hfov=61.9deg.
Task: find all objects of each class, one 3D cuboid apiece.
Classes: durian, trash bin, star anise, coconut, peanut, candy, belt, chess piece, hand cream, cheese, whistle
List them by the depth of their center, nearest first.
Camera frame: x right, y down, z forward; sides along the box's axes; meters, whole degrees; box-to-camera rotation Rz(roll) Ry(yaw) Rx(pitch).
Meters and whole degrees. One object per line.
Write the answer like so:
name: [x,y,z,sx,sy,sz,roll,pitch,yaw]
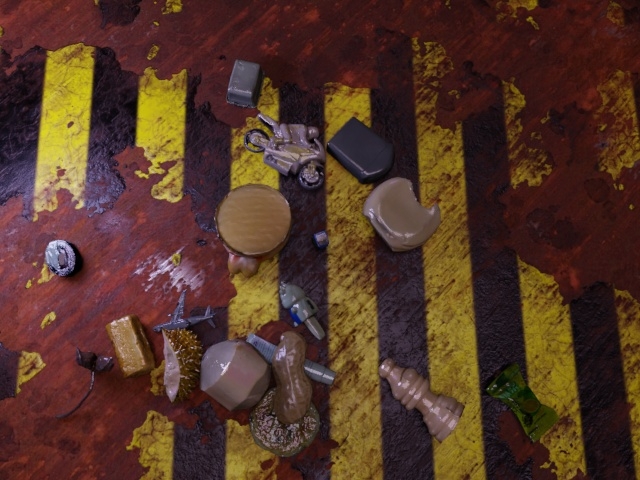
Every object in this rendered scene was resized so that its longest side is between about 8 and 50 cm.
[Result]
coconut: [-0.284,0.429,1.738,0.241,0.241,0.241,1,79,-3]
peanut: [-0.091,0.448,1.754,0.136,0.120,0.298,1,81,-25]
star anise: [-0.792,0.479,1.760,0.219,0.148,0.227,-8,62,38]
durian: [-0.449,0.415,1.763,0.183,0.138,0.249,12,98,43]
chess piece: [0.325,0.527,1.822,0.307,0.124,0.138,38,112,8]
hand cream: [-0.107,0.417,1.841,0.331,0.058,0.085,21,81,1]
candy: [0.700,0.562,1.849,0.149,0.069,0.246,-37,78,-14]
whistle: [-0.066,0.242,1.860,0.092,0.110,0.244,-39,82,23]
belt: [-0.902,0.063,1.873,0.105,0.058,0.140,-24,85,-1]
cheese: [0.290,-0.095,1.927,0.233,0.127,0.266,-35,84,-9]
trash bin: [0.159,-0.325,1.982,0.236,0.101,0.176,42,82,8]

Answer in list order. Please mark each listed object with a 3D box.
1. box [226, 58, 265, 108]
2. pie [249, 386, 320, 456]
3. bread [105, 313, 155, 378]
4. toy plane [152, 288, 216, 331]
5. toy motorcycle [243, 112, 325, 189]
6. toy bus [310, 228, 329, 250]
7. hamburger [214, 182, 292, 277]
box: [-0.285,-0.597,2.012,0.124,0.093,0.172,11,79,-1]
pie: [-0.123,0.609,1.806,0.241,0.054,0.240,0,79,-1]
bread: [-0.643,0.359,1.814,0.114,0.083,0.210,-22,81,-1]
toy plane: [-0.474,0.286,1.850,0.226,0.058,0.225,-14,96,-6]
toy motorcycle: [-0.105,-0.347,1.966,0.341,0.108,0.222,31,79,2]
toy bus: [0.000,0.000,1.881,0.051,0.153,0.061,-24,87,-6]
hamburger: [-0.232,-0.030,1.858,0.261,0.186,0.302,5,69,-3]
